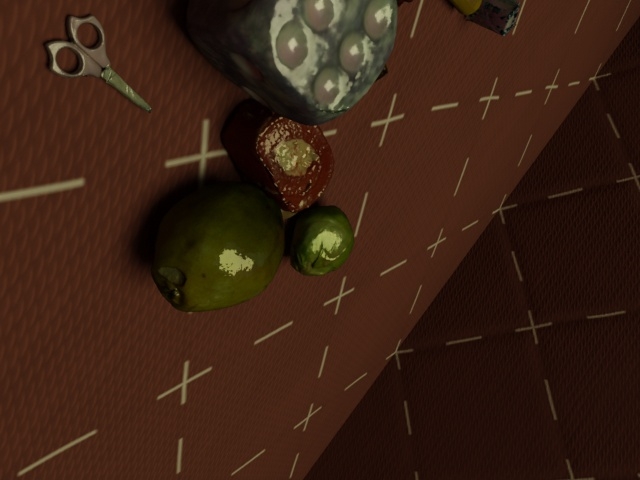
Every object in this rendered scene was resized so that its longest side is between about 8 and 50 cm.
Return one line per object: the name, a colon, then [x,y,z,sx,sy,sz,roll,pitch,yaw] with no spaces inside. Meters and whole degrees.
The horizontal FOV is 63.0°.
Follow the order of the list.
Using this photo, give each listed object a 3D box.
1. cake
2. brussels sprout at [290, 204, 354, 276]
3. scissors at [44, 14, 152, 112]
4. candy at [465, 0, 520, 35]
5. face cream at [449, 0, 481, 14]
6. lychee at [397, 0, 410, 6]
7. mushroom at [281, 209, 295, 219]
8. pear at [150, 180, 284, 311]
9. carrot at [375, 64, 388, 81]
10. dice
cake: [-0.088,-0.197,1.201,0.177,0.151,0.283,-48,138,-18]
brussels sprout: [0.000,0.000,1.523,0.223,0.161,0.223,-38,141,-39]
scissors: [-0.358,-0.280,0.881,0.110,0.021,0.212,-57,150,-6]
candy: [0.525,-0.706,1.607,0.073,0.160,0.092,-46,155,-12]
face cream: [0.371,-0.717,1.454,0.273,0.078,0.078,3,116,-56]
lychee: [0.134,-0.608,1.039,0.300,0.264,0.264,-46,148,-22]
mushroom: [-0.067,-0.135,1.388,0.209,0.072,0.094,-57,159,1]
pear: [-0.216,0.014,1.139,0.321,0.269,0.269,-55,152,-27]
carrot: [0.089,-0.411,1.364,0.229,0.069,0.069,-40,146,-27]
dice: [-0.050,-0.387,0.929,0.270,0.271,0.270,-55,136,-2]
